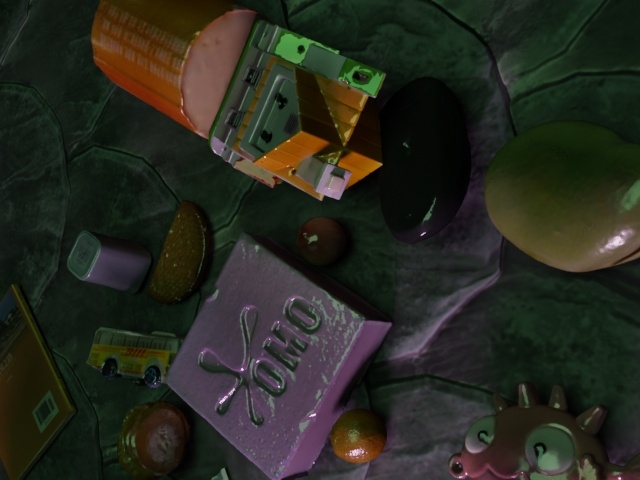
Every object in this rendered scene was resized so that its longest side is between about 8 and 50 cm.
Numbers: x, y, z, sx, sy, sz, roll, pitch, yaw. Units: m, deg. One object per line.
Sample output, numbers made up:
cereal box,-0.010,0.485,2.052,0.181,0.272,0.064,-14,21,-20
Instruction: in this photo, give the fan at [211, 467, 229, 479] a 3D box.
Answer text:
fan,-0.163,0.514,1.273,0.131,0.009,0.240,-21,71,33

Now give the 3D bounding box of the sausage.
sausage,-0.231,-0.328,1.312,0.287,0.233,0.233,35,104,35

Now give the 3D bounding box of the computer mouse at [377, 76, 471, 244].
computer mouse,0.153,-0.109,1.075,0.137,0.086,0.269,-32,48,42

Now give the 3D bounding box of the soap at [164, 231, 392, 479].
soap,-0.074,0.176,1.180,0.285,0.107,0.296,31,97,31

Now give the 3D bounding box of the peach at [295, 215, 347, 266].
peach,0.001,0.002,1.184,0.083,0.083,0.083,-6,80,36

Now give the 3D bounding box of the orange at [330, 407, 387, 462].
orange,0.056,0.289,1.100,0.085,0.085,0.085,-6,80,36

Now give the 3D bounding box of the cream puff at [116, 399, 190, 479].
cream puff,-0.303,0.358,1.331,0.103,0.126,0.144,-19,63,50

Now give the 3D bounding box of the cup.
cup,-0.421,0.035,1.465,0.128,0.129,0.095,31,95,39

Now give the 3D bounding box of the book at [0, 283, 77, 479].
book,-0.692,0.322,1.685,0.262,0.028,0.374,-50,59,21

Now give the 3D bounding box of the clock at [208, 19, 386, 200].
clock,-0.019,-0.180,1.141,0.309,0.166,0.235,39,108,53

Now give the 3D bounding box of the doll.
doll,0.278,0.284,0.923,0.262,0.093,0.211,-1,76,40

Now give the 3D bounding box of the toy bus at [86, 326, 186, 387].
toy bus,-0.320,0.221,1.388,0.268,0.092,0.106,1,74,37

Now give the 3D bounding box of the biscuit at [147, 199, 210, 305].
biscuit,-0.257,0.036,1.402,0.126,0.025,0.206,30,103,36

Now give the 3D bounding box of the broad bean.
broad bean,0.325,-0.055,0.940,0.263,0.121,0.189,23,103,52
